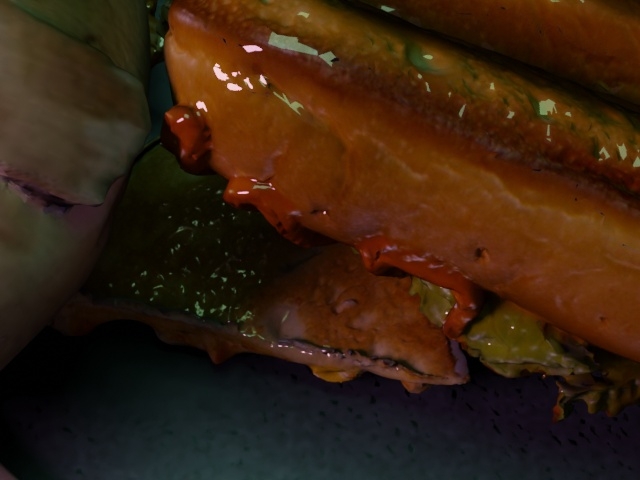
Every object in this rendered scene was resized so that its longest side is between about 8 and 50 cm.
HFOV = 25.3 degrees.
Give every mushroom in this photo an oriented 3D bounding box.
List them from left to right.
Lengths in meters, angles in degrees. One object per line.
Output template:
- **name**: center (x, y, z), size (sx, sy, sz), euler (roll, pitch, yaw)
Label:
- **mushroom**: center (-0.161, -0.038, 0.482), size (0.254, 0.184, 0.255), euler (-12, 52, 16)

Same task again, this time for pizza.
- **pizza**: center (0.000, 0.000, 0.562), size (0.176, 0.036, 0.185), euler (30, 59, 24)

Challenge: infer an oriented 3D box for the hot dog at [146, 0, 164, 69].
- **hot dog**: center (-0.177, -0.114, 0.625), size (0.249, 0.102, 0.076), euler (17, 93, 15)

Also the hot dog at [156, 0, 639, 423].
- **hot dog**: center (0.106, -0.011, 0.495), size (0.348, 0.117, 0.158), euler (20, 41, -7)

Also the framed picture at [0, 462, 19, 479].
- **framed picture**: center (-0.181, 0.136, 0.419), size (0.184, 0.016, 0.250), euler (36, 42, 26)
